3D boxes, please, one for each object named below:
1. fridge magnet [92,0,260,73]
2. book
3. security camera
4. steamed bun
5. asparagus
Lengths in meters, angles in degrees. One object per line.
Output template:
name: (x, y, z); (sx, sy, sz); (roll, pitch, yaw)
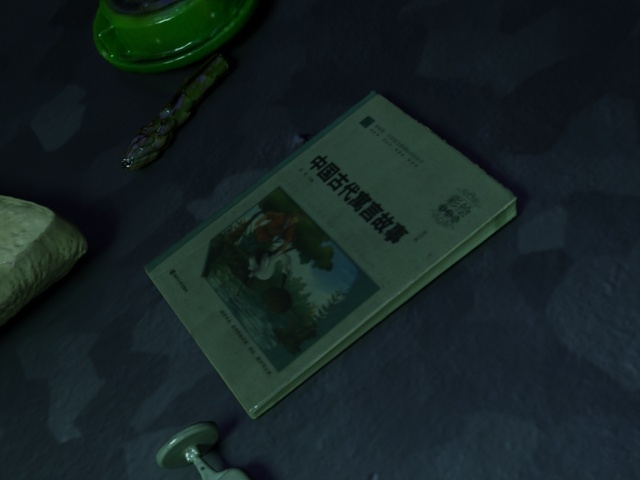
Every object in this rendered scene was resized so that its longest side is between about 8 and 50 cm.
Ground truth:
fridge magnet: (-0.164, -0.271, 1.010); (0.208, 0.088, 0.208); (-10, 53, 14)
book: (0.000, 0.000, 0.793); (0.282, 0.025, 0.215); (-39, 50, -7)
security camera: (-0.078, 0.187, 0.677); (0.058, 0.058, 0.092); (-35, 63, -6)
steamed bun: (-0.358, 0.051, 0.837); (0.231, 0.110, 0.212); (12, 49, 26)
asparagus: (-0.152, -0.133, 0.944); (0.036, 0.030, 0.165); (27, 68, 23)
